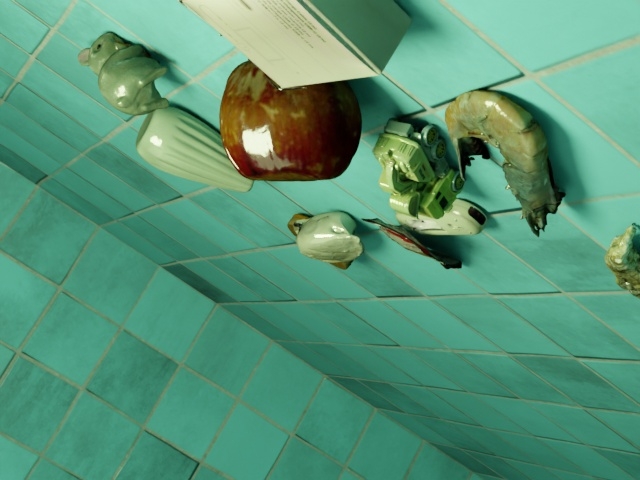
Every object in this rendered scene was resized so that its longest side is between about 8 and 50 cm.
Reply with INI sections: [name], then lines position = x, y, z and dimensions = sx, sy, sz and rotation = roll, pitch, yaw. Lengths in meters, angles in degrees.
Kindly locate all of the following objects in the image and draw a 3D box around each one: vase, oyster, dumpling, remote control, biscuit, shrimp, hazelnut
[vase]
position = -0.245, -0.175, 2.133
dimensions = 0.248, 0.128, 0.128
rotation = 26, 166, -20
[oyster]
position = 0.472, 0.043, 1.643
dimensions = 0.106, 0.061, 0.200
rotation = 14, 157, 47
[dumpling]
position = 0.023, -0.002, 2.202
dimensions = 0.176, 0.092, 0.150
rotation = -19, 141, 30
[remote control]
position = 0.210, -0.039, 1.881
dimensions = 0.078, 0.042, 0.221
rotation = 39, 163, -25
[biscuit]
position = 0.003, -0.003, 2.347
dimensions = 0.170, 0.050, 0.170
rotation = 37, 169, 8
[shrimp]
position = 0.258, -0.115, 1.530
dimensions = 0.178, 0.075, 0.289
rotation = 29, 167, 35
[hazelnut]
position = -0.044, -0.192, 1.636
dimensions = 0.234, 0.218, 0.218
rotation = -1, 150, 27

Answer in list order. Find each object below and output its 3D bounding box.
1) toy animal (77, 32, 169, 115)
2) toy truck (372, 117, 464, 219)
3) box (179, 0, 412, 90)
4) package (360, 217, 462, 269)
[toy animal]
position = -0.380, -0.322, 1.943
dimensions = 0.236, 0.138, 0.108
rotation = 38, 138, 26
[toy truck]
position = 0.147, -0.103, 1.665
dimensions = 0.085, 0.116, 0.191
rotation = 20, 160, 37
[box]
position = -0.038, -0.305, 1.398
dimensions = 0.203, 0.106, 0.252
rotation = 40, 162, -29
[package]
position = 0.175, 0.006, 2.004
dimensions = 0.154, 0.030, 0.239
rotation = 27, 180, 23
